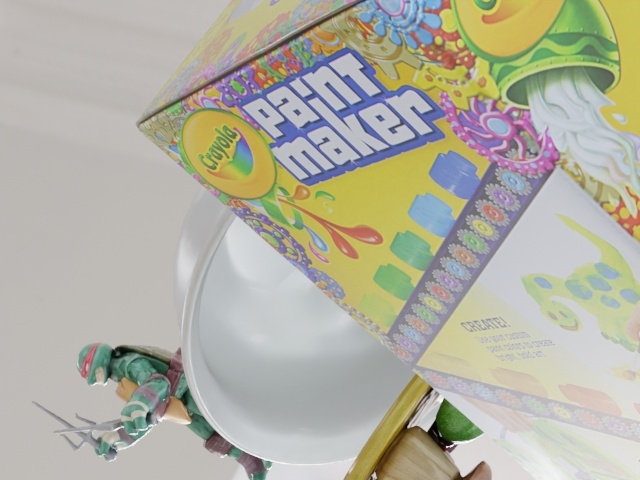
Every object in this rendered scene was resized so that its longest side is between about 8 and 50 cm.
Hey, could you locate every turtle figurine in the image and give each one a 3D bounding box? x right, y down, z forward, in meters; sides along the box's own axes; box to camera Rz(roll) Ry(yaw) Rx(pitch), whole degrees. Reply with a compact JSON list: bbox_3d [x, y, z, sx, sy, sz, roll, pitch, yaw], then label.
[{"bbox_3d":[-0.150,0.154,1.424,0.234,0.118,0.175,21,-15,1],"label":"turtle figurine"}]

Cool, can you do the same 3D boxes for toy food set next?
[{"bbox_3d":[0.068,0.120,0.863,0.071,0.218,0.128,35,-35,10],"label":"toy food set"}]

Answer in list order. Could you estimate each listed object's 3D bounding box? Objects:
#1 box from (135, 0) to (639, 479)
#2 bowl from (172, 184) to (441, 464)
[{"bbox_3d":[0.149,-0.071,0.533,0.279,0.290,0.177,42,-23,-16],"label":"box"},{"bbox_3d":[0.011,0.002,1.102,0.134,0.298,0.298,46,-16,45],"label":"bowl"}]
